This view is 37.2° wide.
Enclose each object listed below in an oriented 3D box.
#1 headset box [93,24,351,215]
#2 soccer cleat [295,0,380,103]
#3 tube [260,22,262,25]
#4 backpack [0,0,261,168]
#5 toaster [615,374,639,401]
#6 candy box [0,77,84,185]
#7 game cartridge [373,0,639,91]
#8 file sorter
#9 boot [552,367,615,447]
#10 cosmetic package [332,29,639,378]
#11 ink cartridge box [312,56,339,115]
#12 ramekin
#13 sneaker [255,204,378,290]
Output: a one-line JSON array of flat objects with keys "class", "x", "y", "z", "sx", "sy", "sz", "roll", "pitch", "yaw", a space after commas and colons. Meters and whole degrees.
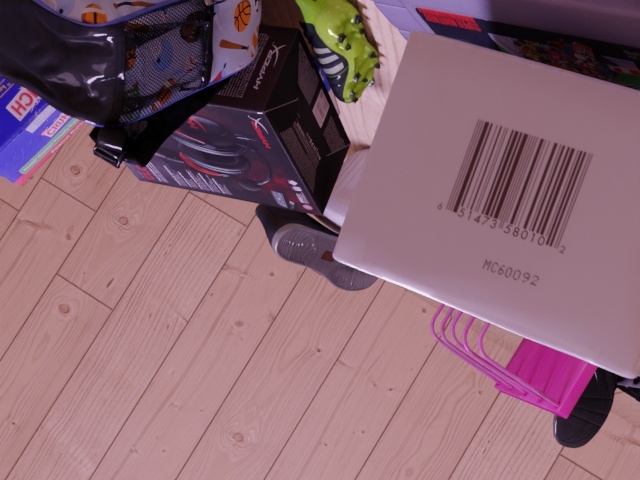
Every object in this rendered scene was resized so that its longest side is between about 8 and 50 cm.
[{"class": "headset box", "x": -0.139, "y": -0.147, "z": 1.081, "sx": 0.293, "sy": 0.110, "sz": 0.218, "roll": 12, "pitch": 157, "yaw": 23}, {"class": "soccer cleat", "x": 0.017, "y": -0.204, "z": 0.990, "sx": 0.072, "sy": 0.060, "sz": 0.179, "roll": 40, "pitch": 171, "yaw": 20}, {"class": "tube", "x": -0.141, "y": -0.297, "z": 1.067, "sx": 0.207, "sy": 0.052, "sz": 0.080, "roll": 31, "pitch": -161, "yaw": -41}, {"class": "backpack", "x": -0.181, "y": -0.232, "z": 0.863, "sx": 0.276, "sy": 0.213, "sz": 0.263, "roll": 34, "pitch": -146, "yaw": 21}, {"class": "toaster", "x": 0.574, "y": 0.233, "z": 1.488, "sx": 0.185, "sy": 0.110, "sz": 0.168, "roll": 32, "pitch": 175, "yaw": 3}, {"class": "candy box", "x": -0.470, "y": -0.290, "z": 1.421, "sx": 0.317, "sy": 0.268, "sz": 0.122, "roll": 47, "pitch": -178, "yaw": 17}, {"class": "game cartridge", "x": 0.139, "y": -0.166, "z": 0.612, "sx": 0.355, "sy": 0.068, "sz": 0.230, "roll": 26, "pitch": 168, "yaw": 46}, {"class": "file sorter", "x": 0.317, "y": 0.128, "z": 1.513, "sx": 0.182, "sy": 0.202, "sz": 0.290, "roll": 34, "pitch": 175, "yaw": -6}, {"class": "boot", "x": 0.431, "y": 0.221, "z": 1.608, "sx": 0.085, "sy": 0.236, "sz": 0.178, "roll": 16, "pitch": 180, "yaw": -4}, {"class": "cosmetic package", "x": 0.181, "y": -0.019, "z": 0.688, "sx": 0.197, "sy": 0.155, "sz": 0.365, "roll": 21, "pitch": -175, "yaw": 24}, {"class": "ink cartridge box", "x": -0.027, "y": -0.171, "z": 1.269, "sx": 0.046, "sy": 0.097, "sz": 0.207, "roll": 31, "pitch": 174, "yaw": 12}, {"class": "ramekin", "x": 0.123, "y": -0.036, "z": 1.500, "sx": 0.273, "sy": 0.127, "sz": 0.273, "roll": 32, "pitch": 175, "yaw": 3}, {"class": "sneaker", "x": 0.000, "y": 0.000, "z": 1.540, "sx": 0.222, "sy": 0.083, "sz": 0.118, "roll": 27, "pitch": -163, "yaw": -36}]
